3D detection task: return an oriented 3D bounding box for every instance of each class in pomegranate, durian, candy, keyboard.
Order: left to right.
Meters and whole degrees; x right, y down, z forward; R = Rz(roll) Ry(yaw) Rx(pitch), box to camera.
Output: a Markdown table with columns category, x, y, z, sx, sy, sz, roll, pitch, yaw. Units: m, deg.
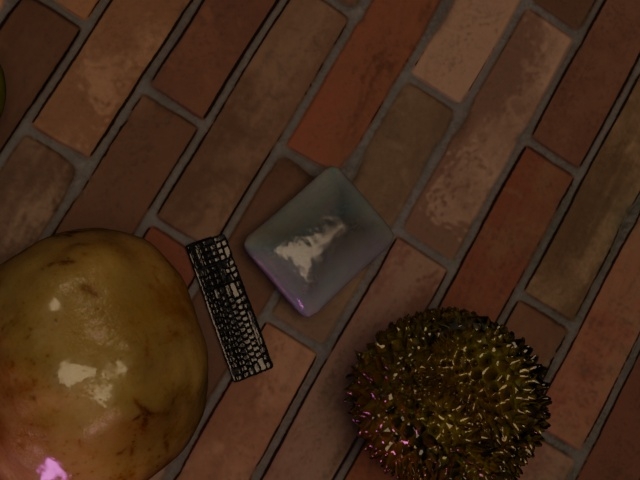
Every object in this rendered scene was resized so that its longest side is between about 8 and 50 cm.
| category | x | y | z | sx | sy | sz | roll | pitch | yaw |
| --- | --- | --- | --- | --- | --- | --- | --- | --- | --- |
| pomegranate | -0.296 | 0.146 | 1.537 | 0.333 | 0.332 | 0.332 | 2 | 84 | -15 |
| keyboard | -0.121 | 0.089 | 1.754 | 0.060 | 0.018 | 0.195 | -20 | 90 | -19 |
| candy | 0.000 | 0.000 | 1.767 | 0.174 | 0.071 | 0.138 | -42 | 96 | -16 |
| durian | 0.170 | 0.219 | 1.716 | 0.293 | 0.258 | 0.258 | 39 | 76 | -18 |

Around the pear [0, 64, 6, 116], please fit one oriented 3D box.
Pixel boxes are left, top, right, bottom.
| category | x | y | z | sx | sy | sz | roll | pitch | yaw |
| --- | --- | --- | --- | --- | --- | --- | --- | --- | --- |
| pear | -0.485 | -0.204 | 1.622 | 0.180 | 0.166 | 0.216 | -18 | 62 | -5 |
